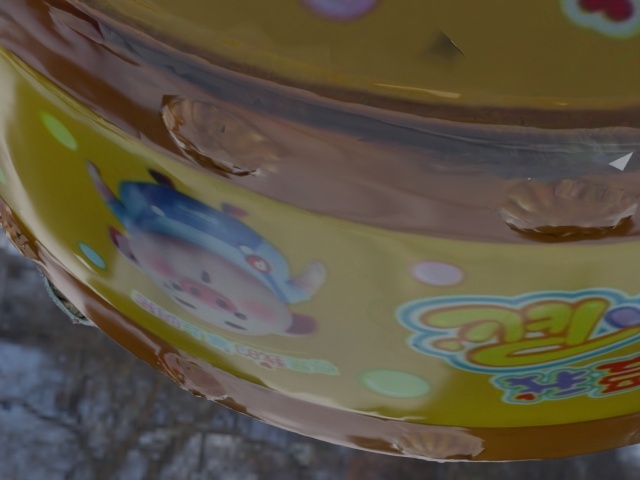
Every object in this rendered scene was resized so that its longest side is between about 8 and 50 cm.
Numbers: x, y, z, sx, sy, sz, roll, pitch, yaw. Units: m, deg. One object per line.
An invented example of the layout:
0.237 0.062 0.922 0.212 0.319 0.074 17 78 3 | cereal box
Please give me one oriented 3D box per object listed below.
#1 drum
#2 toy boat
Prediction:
0.054 -0.151 0.545 0.431 0.431 0.214 5 -29 3 | drum
-0.218 0.041 1.408 0.038 0.083 0.038 -30 12 7 | toy boat
